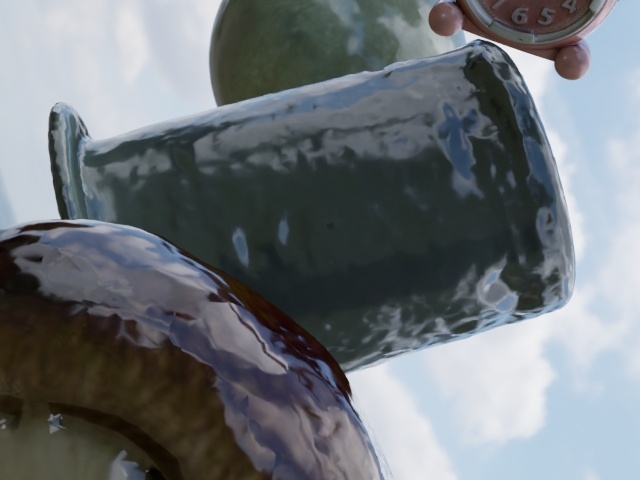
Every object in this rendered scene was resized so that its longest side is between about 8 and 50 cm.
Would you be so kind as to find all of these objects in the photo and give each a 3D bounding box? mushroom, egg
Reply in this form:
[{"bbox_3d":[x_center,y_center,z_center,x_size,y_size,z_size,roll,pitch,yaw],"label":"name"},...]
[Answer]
[{"bbox_3d":[-0.114,0.179,0.595,0.259,0.345,0.345,-44,119,-70],"label":"mushroom"},{"bbox_3d":[0.017,-0.177,1.492,0.352,0.258,0.258,-104,178,-76],"label":"egg"}]

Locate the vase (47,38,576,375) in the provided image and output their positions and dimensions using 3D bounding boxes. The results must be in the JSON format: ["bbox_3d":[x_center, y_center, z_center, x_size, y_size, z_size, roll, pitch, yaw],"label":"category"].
[{"bbox_3d":[0.000,0.000,0.948,0.245,0.291,0.245,165,-90,-90],"label":"vase"}]

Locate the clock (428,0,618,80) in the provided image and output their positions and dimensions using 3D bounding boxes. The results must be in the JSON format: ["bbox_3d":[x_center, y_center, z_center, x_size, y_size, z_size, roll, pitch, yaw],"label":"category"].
[{"bbox_3d":[0.180,-0.233,1.243,0.093,0.166,0.162,-57,167,-67],"label":"clock"}]
